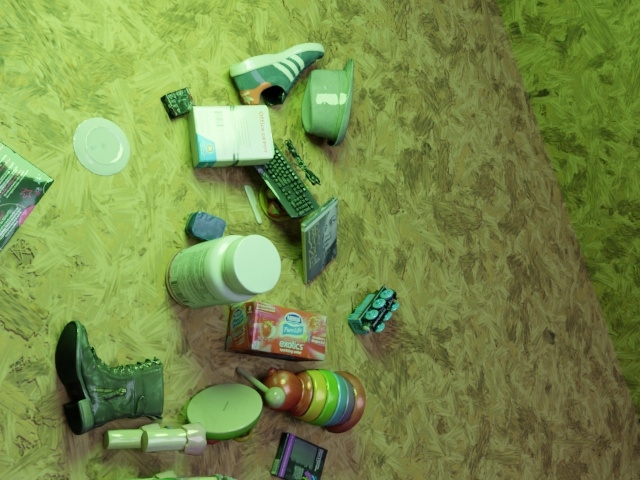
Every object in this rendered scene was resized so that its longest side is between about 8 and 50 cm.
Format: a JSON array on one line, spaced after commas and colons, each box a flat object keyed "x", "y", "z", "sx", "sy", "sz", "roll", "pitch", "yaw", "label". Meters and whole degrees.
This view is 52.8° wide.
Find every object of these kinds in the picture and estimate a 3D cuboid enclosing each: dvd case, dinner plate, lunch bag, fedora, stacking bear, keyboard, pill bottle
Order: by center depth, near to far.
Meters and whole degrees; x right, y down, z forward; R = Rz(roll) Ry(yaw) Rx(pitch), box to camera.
[{"x": -0.515, "y": -0.225, "z": 1.530, "sx": 0.141, "sy": 0.017, "sz": 0.141, "roll": 10, "pitch": 75, "yaw": -40, "label": "dinner plate"}, {"x": -0.234, "y": 0.074, "z": 1.546, "sx": 0.160, "sy": 0.283, "sz": 0.161, "roll": 11, "pitch": 74, "yaw": -42, "label": "pill bottle"}, {"x": -0.295, "y": -0.033, "z": 1.661, "sx": 0.098, "sy": 0.065, "sz": 0.067, "roll": 24, "pitch": 80, "yaw": -31, "label": "lunch bag"}, {"x": -0.034, "y": 0.423, "z": 1.758, "sx": 0.289, "sy": 0.164, "sz": 0.176, "roll": 19, "pitch": 68, "yaw": -34, "label": "stacking bear"}, {"x": -0.103, "y": -0.214, "z": 1.836, "sx": 0.317, "sy": 0.033, "sz": 0.201, "roll": 55, "pitch": 41, "yaw": 3, "label": "keyboard"}, {"x": 0.000, "y": 0.000, "z": 1.882, "sx": 0.164, "sy": 0.018, "sz": 0.221, "roll": -43, "pitch": 144, "yaw": -39, "label": "dvd case"}, {"x": 0.014, "y": -0.424, "z": 1.960, "sx": 0.124, "sy": 0.243, "sz": 0.276, "roll": 7, "pitch": 85, "yaw": -13, "label": "fedora"}]

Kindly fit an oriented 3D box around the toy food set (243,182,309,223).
[{"x": -0.103, "y": -0.124, "z": 1.857, "sx": 0.217, "sy": 0.071, "sz": 0.128, "roll": -17, "pitch": 93, "yaw": -44, "label": "toy food set"}]

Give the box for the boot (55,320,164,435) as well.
[{"x": -0.457, "y": 0.295, "z": 1.441, "sx": 0.229, "sy": 0.091, "sz": 0.263, "roll": -6, "pitch": 89, "yaw": -49, "label": "boot"}]

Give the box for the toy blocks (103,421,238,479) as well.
[{"x": -0.303, "y": 0.549, "z": 1.378, "sx": 0.260, "sy": 0.288, "sz": 0.309, "roll": 10, "pitch": 71, "yaw": -36, "label": "toy blocks"}]

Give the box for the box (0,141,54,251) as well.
[{"x": -0.667, "y": -0.051, "z": 1.249, "sx": 0.142, "sy": 0.163, "sz": 0.247, "roll": 41, "pitch": 56, "yaw": -25, "label": "box"}]

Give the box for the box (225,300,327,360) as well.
[{"x": -0.114, "y": 0.249, "z": 1.732, "sx": 0.256, "sy": 0.122, "sz": 0.128, "roll": 18, "pitch": 68, "yaw": -39, "label": "box"}]

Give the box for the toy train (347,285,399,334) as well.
[{"x": 0.168, "y": 0.217, "z": 2.016, "sx": 0.184, "sy": 0.105, "sz": 0.080, "roll": -49, "pitch": 123, "yaw": -37, "label": "toy train"}]

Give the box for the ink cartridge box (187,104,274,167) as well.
[{"x": -0.238, "y": -0.275, "z": 1.708, "sx": 0.203, "sy": 0.086, "sz": 0.148, "roll": -5, "pitch": 84, "yaw": -23, "label": "ink cartridge box"}]

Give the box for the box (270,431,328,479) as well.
[{"x": -0.056, "y": 0.611, "z": 1.777, "sx": 0.162, "sy": 0.029, "sz": 0.116, "roll": 35, "pitch": 60, "yaw": -32, "label": "box"}]

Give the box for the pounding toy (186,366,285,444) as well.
[{"x": -0.214, "y": 0.438, "z": 1.593, "sx": 0.237, "sy": 0.182, "sz": 0.110, "roll": -30, "pitch": 127, "yaw": -46, "label": "pounding toy"}]

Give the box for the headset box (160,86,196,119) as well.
[{"x": -0.367, "y": -0.361, "z": 1.685, "sx": 0.083, "sy": 0.032, "sz": 0.062, "roll": -35, "pitch": 106, "yaw": -42, "label": "headset box"}]

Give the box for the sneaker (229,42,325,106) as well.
[{"x": -0.112, "y": -0.482, "z": 1.898, "sx": 0.350, "sy": 0.131, "sz": 0.148, "roll": -29, "pitch": 108, "yaw": -37, "label": "sneaker"}]
